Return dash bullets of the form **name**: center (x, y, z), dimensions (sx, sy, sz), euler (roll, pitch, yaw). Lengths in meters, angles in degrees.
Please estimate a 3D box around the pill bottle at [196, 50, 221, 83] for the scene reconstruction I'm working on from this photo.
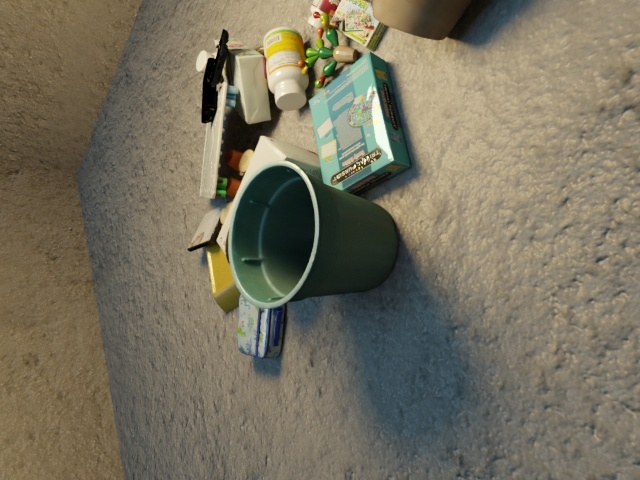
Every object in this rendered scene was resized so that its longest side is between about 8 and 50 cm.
- **pill bottle**: center (-0.393, -0.681, 1.790), dimensions (0.107, 0.180, 0.108), euler (-9, 77, 46)

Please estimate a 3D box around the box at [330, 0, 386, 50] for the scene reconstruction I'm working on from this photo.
- **box**: center (0.116, -0.655, 1.338), dimensions (0.207, 0.036, 0.114), euler (50, 120, 39)

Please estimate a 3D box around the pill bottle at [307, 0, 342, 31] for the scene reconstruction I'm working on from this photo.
- **pill bottle**: center (0.023, -0.744, 1.416), dimensions (0.086, 0.086, 0.152), euler (53, 122, 38)

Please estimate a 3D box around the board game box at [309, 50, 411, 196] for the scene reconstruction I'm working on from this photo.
- **board game box**: center (0.100, -0.309, 1.272), dimensions (0.253, 0.079, 0.337), euler (-26, 66, 42)

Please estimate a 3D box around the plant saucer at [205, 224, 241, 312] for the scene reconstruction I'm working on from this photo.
- **plant saucer**: center (-0.327, 0.061, 1.684), dimensions (0.332, 0.080, 0.333), euler (-34, 60, 39)

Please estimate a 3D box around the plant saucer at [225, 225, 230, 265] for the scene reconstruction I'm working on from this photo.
- **plant saucer**: center (-0.131, -0.014, 1.312), dimensions (0.050, 0.310, 0.311), euler (39, 112, 36)

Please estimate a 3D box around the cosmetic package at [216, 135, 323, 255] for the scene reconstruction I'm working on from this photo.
- **cosmetic package**: center (-0.142, -0.106, 1.409), dimensions (0.156, 0.217, 0.385), euler (48, 120, 38)

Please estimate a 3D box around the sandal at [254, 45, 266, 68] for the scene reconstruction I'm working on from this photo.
- **sandal**: center (-0.207, -0.672, 1.675), dimensions (0.219, 0.060, 0.090), euler (45, 116, 41)

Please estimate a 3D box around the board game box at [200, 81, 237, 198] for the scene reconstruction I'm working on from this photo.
- **board game box**: center (-0.389, -0.354, 1.691), dimensions (0.390, 0.050, 0.391), euler (-163, 79, -68)

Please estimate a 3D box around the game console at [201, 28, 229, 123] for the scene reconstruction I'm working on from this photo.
- **game console**: center (-0.373, -0.590, 1.580), dimensions (0.361, 0.043, 0.214), euler (137, 134, -59)

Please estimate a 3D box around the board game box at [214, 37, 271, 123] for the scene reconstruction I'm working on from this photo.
- **board game box**: center (-0.283, -0.581, 1.624), dimensions (0.303, 0.097, 0.224), euler (50, 150, 46)

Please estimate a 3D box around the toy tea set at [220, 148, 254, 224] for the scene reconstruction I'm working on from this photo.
- **toy tea set**: center (-0.256, -0.200, 1.627), dimensions (0.199, 0.124, 0.337), euler (-25, 57, 38)

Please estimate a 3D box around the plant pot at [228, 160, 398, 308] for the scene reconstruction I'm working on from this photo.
- **plant pot**: center (0.000, 0.000, 1.145), dimensions (0.340, 0.333, 0.342), euler (-8, 79, 47)

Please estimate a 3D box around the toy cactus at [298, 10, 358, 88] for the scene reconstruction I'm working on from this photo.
- **toy cactus**: center (0.025, -0.576, 1.373), dimensions (0.180, 0.112, 0.219), euler (18, 106, 30)

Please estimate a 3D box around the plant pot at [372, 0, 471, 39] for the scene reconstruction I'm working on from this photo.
- **plant pot**: center (0.252, -0.629, 1.022), dimensions (0.323, 0.322, 0.281), euler (51, 137, 39)

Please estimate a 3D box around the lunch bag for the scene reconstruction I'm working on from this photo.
- **lunch bag**: center (-0.199, 0.276, 1.507), dimensions (0.175, 0.090, 0.219), euler (5, 89, 45)

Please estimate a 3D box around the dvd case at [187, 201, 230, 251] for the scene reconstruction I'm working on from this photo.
- **dvd case**: center (-0.444, -0.051, 1.790), dimensions (0.253, 0.022, 0.181), euler (-14, 48, 55)

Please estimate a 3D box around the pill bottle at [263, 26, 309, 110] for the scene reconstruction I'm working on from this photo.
- **pill bottle**: center (-0.111, -0.565, 1.498), dimensions (0.136, 0.136, 0.246), euler (-24, 67, 43)
